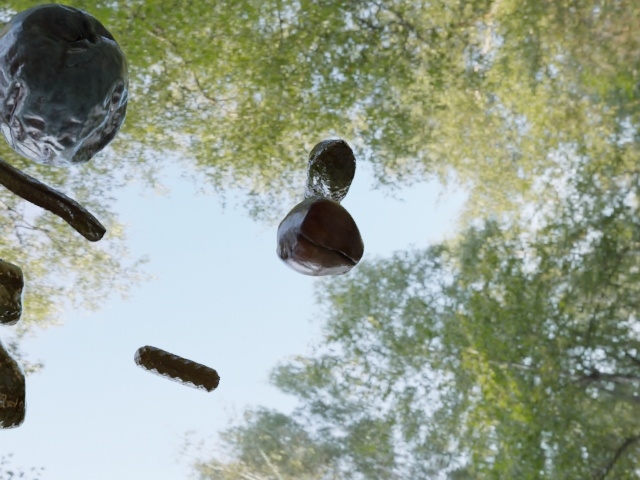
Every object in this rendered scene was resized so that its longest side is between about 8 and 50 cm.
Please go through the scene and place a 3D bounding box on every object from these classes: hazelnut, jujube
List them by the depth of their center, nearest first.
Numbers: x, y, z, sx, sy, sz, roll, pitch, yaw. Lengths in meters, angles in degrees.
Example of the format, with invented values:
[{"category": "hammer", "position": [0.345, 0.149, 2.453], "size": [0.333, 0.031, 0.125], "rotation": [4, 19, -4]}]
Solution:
[{"category": "hazelnut", "position": [0.000, 0.000, 0.663], "size": [0.086, 0.086, 0.086], "rotation": [-8, -79, -47]}, {"category": "jujube", "position": [-0.462, -0.263, 1.271], "size": [0.215, 0.308, 0.246], "rotation": [38, -131, -1]}]

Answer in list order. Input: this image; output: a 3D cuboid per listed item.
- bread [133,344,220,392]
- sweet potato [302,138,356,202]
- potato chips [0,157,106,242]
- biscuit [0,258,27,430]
[{"category": "bread", "position": [-0.249, 0.222, 1.253], "size": [0.052, 0.157, 0.044], "rotation": [-55, -15, -86]}, {"category": "sweet potato", "position": [0.010, -0.061, 1.026], "size": [0.062, 0.081, 0.233], "rotation": [-25, -32, -18]}, {"category": "potato chips", "position": [-0.292, -0.060, 0.672], "size": [0.204, 0.037, 0.026], "rotation": [35, -84, -18]}, {"category": "biscuit", "position": [-0.447, 0.113, 0.870], "size": [0.290, 0.062, 0.236], "rotation": [54, -153, -75]}]
